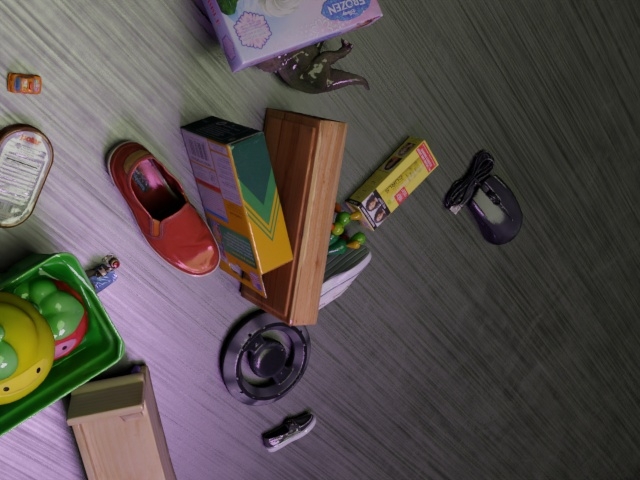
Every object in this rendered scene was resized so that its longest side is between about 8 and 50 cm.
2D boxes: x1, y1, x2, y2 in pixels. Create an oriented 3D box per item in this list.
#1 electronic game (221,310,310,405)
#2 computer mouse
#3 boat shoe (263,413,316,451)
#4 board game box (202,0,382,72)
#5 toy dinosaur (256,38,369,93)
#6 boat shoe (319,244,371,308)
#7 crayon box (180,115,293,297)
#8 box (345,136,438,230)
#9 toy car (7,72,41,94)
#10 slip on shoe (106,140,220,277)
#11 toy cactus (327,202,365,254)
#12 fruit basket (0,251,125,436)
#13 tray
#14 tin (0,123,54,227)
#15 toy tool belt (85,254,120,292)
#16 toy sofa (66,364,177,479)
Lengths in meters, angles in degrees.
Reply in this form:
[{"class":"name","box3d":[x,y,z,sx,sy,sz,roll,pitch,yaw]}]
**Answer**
[{"class":"electronic game","box3d":[-0.120,0.266,1.842,0.229,0.048,0.229,-12,111,-32]},{"class":"computer mouse","box3d":[0.450,-0.081,2.107,0.188,0.072,0.272,-52,126,-11]},{"class":"boat shoe","box3d":[-0.073,0.450,1.937,0.142,0.049,0.040,-30,120,-21]},{"class":"board game box","box3d":[-0.081,-0.515,1.522,0.318,0.066,0.318,-26,96,-23]},{"class":"toy dinosaur","box3d":[-0.035,-0.375,1.668,0.313,0.121,0.160,28,100,-42]},{"class":"boat shoe","box3d":[0.023,0.095,1.876,0.226,0.083,0.076,-31,133,-10]},{"class":"crayon box","box3d":[-0.159,-0.070,1.607,0.083,0.203,0.323,-25,119,-26]},{"class":"box","box3d":[0.168,-0.134,1.903,0.232,0.058,0.087,-45,124,-15]},{"class":"toy car","box3d":[-0.520,-0.233,1.404,0.060,0.040,0.122,20,93,-37]},{"class":"slip on shoe","box3d":[-0.294,-0.048,1.585,0.123,0.101,0.331,-42,126,-19]},{"class":"toy cactus","box3d":[0.000,0.000,1.814,0.219,0.112,0.180,4,127,-54]},{"class":"fruit basket","box3d":[-0.521,0.190,1.343,0.392,0.392,0.283,-33,121,-22]},{"class":"tray","box3d":[-0.062,-0.053,1.674,0.076,0.203,0.411,0,104,-35]},{"class":"tin","box3d":[-0.540,-0.112,1.435,0.106,0.040,0.190,20,93,-42]},{"class":"toy tool belt","box3d":[-0.415,0.069,1.570,0.083,0.051,0.052,-39,124,-19]},{"class":"toy sofa","box3d":[-0.397,0.446,1.669,0.150,0.177,0.363,-11,113,-5]}]
